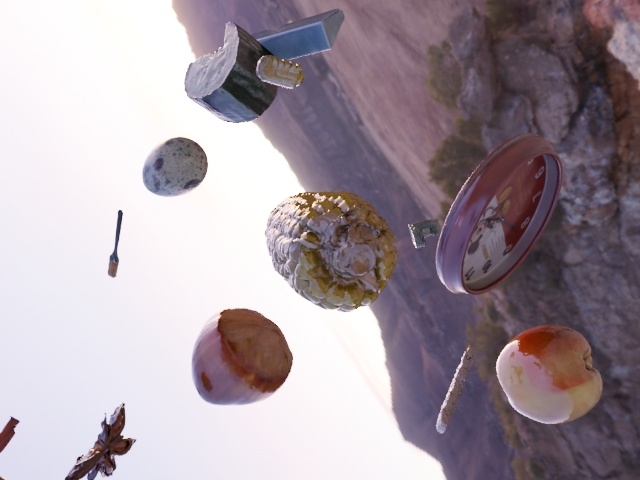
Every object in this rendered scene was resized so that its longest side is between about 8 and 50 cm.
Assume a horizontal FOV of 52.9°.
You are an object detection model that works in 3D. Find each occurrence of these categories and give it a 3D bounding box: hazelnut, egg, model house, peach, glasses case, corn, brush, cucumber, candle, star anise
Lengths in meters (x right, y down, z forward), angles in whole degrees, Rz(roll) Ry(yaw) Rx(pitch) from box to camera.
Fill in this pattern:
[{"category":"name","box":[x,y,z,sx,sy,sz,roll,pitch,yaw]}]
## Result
[{"category":"hazelnut","box":[-0.132,0.204,1.091,0.182,0.182,0.182,58,-176,-6]},{"category":"egg","box":[-0.334,-0.165,1.471,0.132,0.132,0.172,58,-134,-14]},{"category":"model house","box":[0.289,-0.024,1.761,0.079,0.083,0.066,-92,-15,-77]},{"category":"peach","box":[0.416,0.245,1.184,0.184,0.184,0.184,58,-176,-6]},{"category":"glasses case","box":[-0.079,-0.457,1.440,0.056,0.266,0.105,45,-125,-42]},{"category":"corn","box":[0.000,0.000,0.704,0.119,0.119,0.322,57,174,-15]},{"category":"brush","box":[-0.479,0.005,1.512,0.051,0.014,0.164,99,175,-74]},{"category":"cucumber","box":[-0.190,-0.341,1.367,0.130,0.191,0.191,32,-158,-45]},{"category":"candle","box":[-0.584,0.390,1.129,0.026,0.021,0.167,43,-126,-25]},{"category":"star anise","box":[-0.462,0.460,1.402,0.157,0.054,0.212,69,-146,-49]}]

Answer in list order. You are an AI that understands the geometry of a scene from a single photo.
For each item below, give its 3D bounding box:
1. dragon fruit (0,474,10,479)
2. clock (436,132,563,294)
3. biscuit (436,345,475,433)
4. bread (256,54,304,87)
[{"category":"dragon fruit","box":[-0.535,0.461,0.942,0.250,0.315,0.250,167,90,-85]},{"category":"clock","box":[0.319,-0.044,1.165,0.080,0.318,0.318,36,170,34]},{"category":"biscuit","box":[0.322,0.382,1.568,0.032,0.250,0.133,22,135,14]},{"category":"bread","box":[-0.071,-0.300,1.142,0.088,0.049,0.033,6,-146,-23]}]
